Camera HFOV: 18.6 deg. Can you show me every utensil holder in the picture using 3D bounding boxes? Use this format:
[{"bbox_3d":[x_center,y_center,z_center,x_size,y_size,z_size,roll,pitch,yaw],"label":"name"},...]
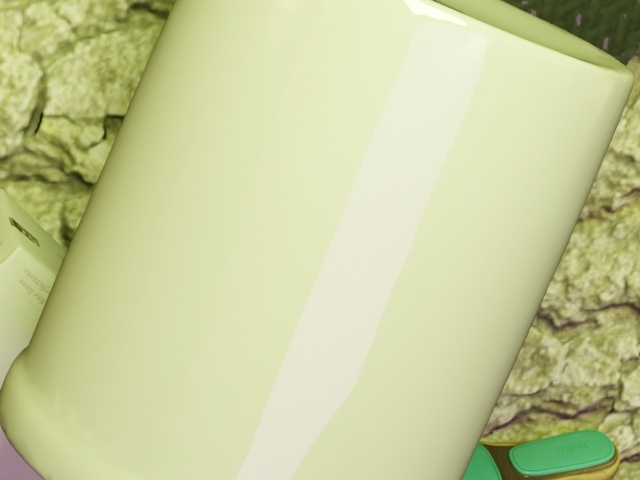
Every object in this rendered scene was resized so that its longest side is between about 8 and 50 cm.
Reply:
[{"bbox_3d":[0.000,0.000,1.336,0.327,0.327,0.385,19,102,-24],"label":"utensil holder"}]

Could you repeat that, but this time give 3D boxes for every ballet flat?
[{"bbox_3d":[0.158,0.219,1.749,0.232,0.080,0.073,-2,130,-15],"label":"ballet flat"}]

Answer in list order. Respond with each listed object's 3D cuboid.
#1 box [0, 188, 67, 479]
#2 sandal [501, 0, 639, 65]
[{"bbox_3d":[-0.250,0.093,1.537,0.182,0.119,0.181,-41,120,5],"label":"box"},{"bbox_3d":[0.170,-0.179,1.557,0.446,0.107,0.167,-43,118,-6],"label":"sandal"}]
